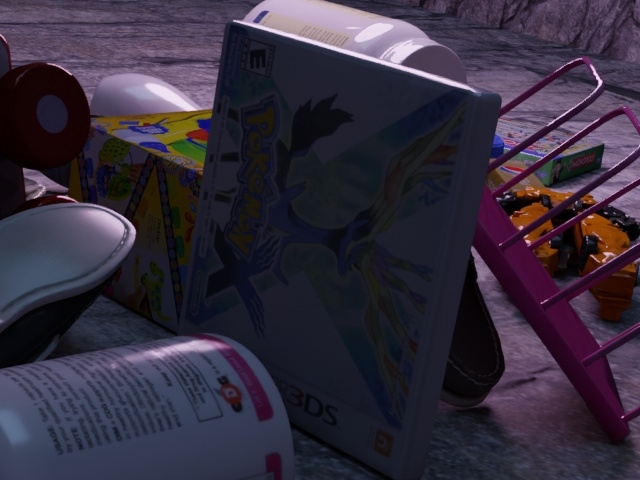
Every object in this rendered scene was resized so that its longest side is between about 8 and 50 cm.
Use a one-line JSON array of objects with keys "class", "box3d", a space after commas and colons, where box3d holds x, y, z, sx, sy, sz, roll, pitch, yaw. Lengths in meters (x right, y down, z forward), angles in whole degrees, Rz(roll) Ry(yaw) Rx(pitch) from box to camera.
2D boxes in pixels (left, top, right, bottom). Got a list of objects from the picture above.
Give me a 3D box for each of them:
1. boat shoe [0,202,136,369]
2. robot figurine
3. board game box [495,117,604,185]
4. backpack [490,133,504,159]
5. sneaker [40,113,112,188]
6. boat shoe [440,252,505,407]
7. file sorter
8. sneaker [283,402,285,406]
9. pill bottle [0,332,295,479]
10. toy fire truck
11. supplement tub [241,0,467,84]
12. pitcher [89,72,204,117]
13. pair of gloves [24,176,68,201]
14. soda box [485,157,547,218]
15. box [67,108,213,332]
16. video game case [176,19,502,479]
[{"class": "boat shoe", "box3d": [-0.273, 0.062, 1.212, 0.114, 0.091, 0.302, 31, 39, 23]}, {"class": "robot figurine", "box3d": [0.295, 0.006, 1.749, 0.211, 0.085, 0.291, 9, 18, 3]}, {"class": "board game box", "box3d": [0.281, -0.163, 2.354, 0.317, 0.046, 0.213, 17, 19, 29]}, {"class": "backpack", "box3d": [0.221, -0.143, 2.176, 0.098, 0.101, 0.120, -8, 26, -24]}, {"class": "sneaker", "box3d": [-0.220, -0.098, 1.876, 0.319, 0.112, 0.131, 10, 0, 0]}, {"class": "boat shoe", "box3d": [0.087, 0.001, 1.350, 0.116, 0.096, 0.324, -15, 73, -44]}, {"class": "file sorter", "box3d": [0.263, -0.005, 1.346, 0.182, 0.291, 0.202, -34, 11, 14]}, {"class": "sneaker", "box3d": [-0.068, 0.139, 1.205, 0.084, 0.058, 0.152, 4, 21, 9]}, {"class": "pill bottle", "box3d": [-0.171, 0.158, 0.935, 0.283, 0.160, 0.160, -8, 23, -41]}, {"class": "toy fire truck", "box3d": [-0.354, -0.047, 1.308, 0.169, 0.302, 0.254, -5, 1, 40]}, {"class": "supplement tub", "box3d": [0.036, -0.232, 2.148, 0.235, 0.235, 0.324, -10, 24, -44]}, {"class": "pitcher", "box3d": [-0.220, -0.158, 2.035, 0.207, 0.126, 0.178, 18, -3, 0]}, {"class": "pair of gloves", "box3d": [-0.393, -0.050, 1.713, 0.240, 0.042, 0.204, 21, 22, 39]}, {"class": "soda box", "box3d": [0.273, -0.063, 1.998, 0.058, 0.061, 0.181, 5, 18, -7]}, {"class": "box", "box3d": [-0.075, -0.023, 1.535, 0.290, 0.177, 0.279, -10, 25, -44]}, {"class": "video game case", "box3d": [0.000, 0.000, 1.227, 0.300, 0.329, 0.036, 23, 18, 41]}]
